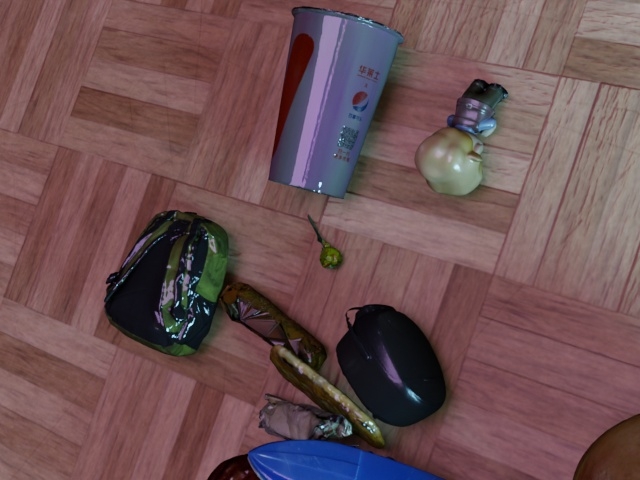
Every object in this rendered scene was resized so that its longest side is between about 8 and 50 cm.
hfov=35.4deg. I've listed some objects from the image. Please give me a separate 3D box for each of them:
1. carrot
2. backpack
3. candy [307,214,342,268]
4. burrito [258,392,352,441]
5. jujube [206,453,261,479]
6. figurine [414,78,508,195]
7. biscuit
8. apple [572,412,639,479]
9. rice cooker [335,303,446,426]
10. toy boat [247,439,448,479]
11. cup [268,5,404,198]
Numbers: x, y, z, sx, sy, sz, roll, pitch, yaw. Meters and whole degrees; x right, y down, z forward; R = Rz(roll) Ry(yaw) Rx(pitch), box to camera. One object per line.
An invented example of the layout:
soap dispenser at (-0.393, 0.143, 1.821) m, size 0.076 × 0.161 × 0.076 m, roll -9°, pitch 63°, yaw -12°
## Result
carrot at (-0.080, 0.146, 1.702) m, size 0.229 × 0.069 × 0.069 m, roll 34°, pitch 95°, yaw 30°
backpack at (-0.268, 0.067, 1.781) m, size 0.207 × 0.140 × 0.253 m, roll 19°, pitch 86°, yaw 30°
candy at (0.000, 0.000, 1.713) m, size 0.035 × 0.035 × 0.123 m, roll -52°, pitch 50°, yaw 29°
burrito at (-0.029, 0.289, 1.597) m, size 0.229 × 0.063 × 0.058 m, roll 4°, pitch 113°, yaw 54°
jujube at (-0.081, 0.445, 1.549) m, size 0.213 × 0.213 × 0.232 m, roll -9°, pitch 78°, yaw 28°
figurine at (0.225, -0.165, 1.597) m, size 0.114 × 0.108 × 0.196 m, roll 22°, pitch 71°, yaw 22°
biscuit at (0.009, 0.247, 1.594) m, size 0.247 × 0.118 × 0.029 m, roll 35°, pitch 72°, yaw 29°
apple at (0.472, 0.340, 1.185) m, size 0.305 × 0.338 × 0.338 m, roll -23°, pitch 66°, yaw 5°
rice cooker at (0.105, 0.189, 1.539) m, size 0.118 × 0.142 × 0.203 m, roll -46°, pitch 55°, yaw 25°
toy boat at (0.033, 0.361, 1.478) m, size 0.295 × 0.088 × 0.129 m, roll 18°, pitch 42°, yaw 0°
cup at (0.009, -0.225, 1.683) m, size 0.203 × 0.203 × 0.288 m, roll 15°, pitch 91°, yaw 32°
